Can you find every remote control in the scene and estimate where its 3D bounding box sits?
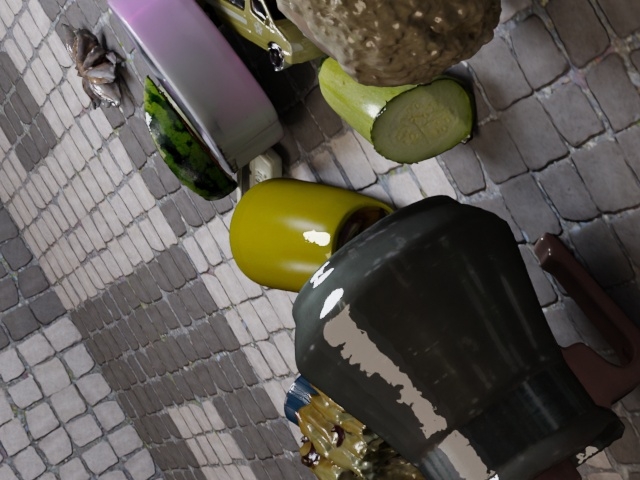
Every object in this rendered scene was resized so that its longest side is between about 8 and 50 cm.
[{"bbox_3d":[-0.098,-0.079,2.189,0.090,0.049,0.230,44,151,29],"label":"remote control"}]

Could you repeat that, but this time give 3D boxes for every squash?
[{"bbox_3d":[0.057,-0.188,1.714,0.287,0.137,0.137,30,142,45],"label":"squash"}]

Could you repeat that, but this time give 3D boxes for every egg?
[{"bbox_3d":[0.064,-0.321,1.421,0.310,0.279,0.279,58,154,-11],"label":"egg"}]

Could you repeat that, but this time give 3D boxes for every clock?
[{"bbox_3d":[-0.194,-0.262,1.976,0.338,0.102,0.338,52,176,5],"label":"clock"}]

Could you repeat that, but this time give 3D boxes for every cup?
[{"bbox_3d":[0.035,0.303,2.319,0.138,0.150,0.113,31,108,42],"label":"cup"}]

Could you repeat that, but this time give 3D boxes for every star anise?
[{"bbox_3d":[-0.431,-0.332,2.496,0.195,0.065,0.182,56,159,-3],"label":"star anise"}]

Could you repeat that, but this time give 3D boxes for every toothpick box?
[{"bbox_3d":[0.000,0.000,1.966,0.271,0.175,0.175,11,127,54],"label":"toothpick box"}]

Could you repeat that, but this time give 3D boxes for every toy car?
[{"bbox_3d":[-0.079,-0.338,1.827,0.257,0.101,0.124,36,144,41],"label":"toy car"}]

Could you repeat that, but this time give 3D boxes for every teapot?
[{"bbox_3d":[0.192,0.143,1.553,0.362,0.376,0.305,54,154,16],"label":"teapot"}]

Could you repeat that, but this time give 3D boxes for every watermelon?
[{"bbox_3d":[-0.213,-0.153,2.117,0.245,0.063,0.119,50,-164,-24],"label":"watermelon"}]

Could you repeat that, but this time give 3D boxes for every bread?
[{"bbox_3d":[0.146,0.227,1.815,0.370,0.314,0.191,6,114,65],"label":"bread"}]

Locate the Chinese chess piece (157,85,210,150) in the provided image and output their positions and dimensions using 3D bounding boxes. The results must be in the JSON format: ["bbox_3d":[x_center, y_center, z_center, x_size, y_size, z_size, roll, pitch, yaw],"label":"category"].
[{"bbox_3d":[-0.250,-0.206,2.315,0.144,0.058,0.144,42,148,34],"label":"Chinese chess piece"}]
